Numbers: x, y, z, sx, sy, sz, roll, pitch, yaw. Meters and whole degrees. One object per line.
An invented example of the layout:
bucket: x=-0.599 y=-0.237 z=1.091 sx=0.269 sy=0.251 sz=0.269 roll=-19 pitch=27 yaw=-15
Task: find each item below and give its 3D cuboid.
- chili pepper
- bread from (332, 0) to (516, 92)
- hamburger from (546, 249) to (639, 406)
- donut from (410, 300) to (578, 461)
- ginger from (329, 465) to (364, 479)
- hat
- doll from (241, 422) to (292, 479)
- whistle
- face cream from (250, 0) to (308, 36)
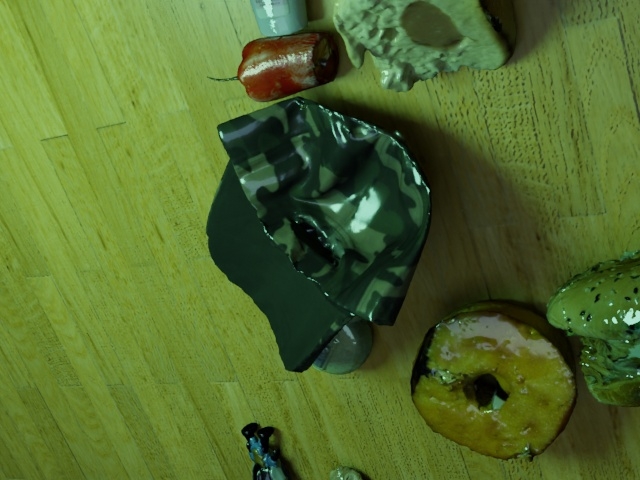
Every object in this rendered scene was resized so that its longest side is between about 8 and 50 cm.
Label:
chili pepper: x=-0.069 y=-0.230 z=1.237 sx=0.192 sy=0.084 sz=0.086 roll=-4 pitch=123 yaw=25
bread: x=0.109 y=-0.268 z=1.044 sx=0.184 sy=0.211 sz=0.224 roll=-8 pitch=110 yaw=23
hamburger: x=0.411 y=0.103 z=1.148 sx=0.288 sy=0.192 sz=0.167 roll=-26 pitch=95 yaw=36
donut: x=0.249 y=0.199 z=1.325 sx=0.254 sy=0.118 sz=0.253 roll=15 pitch=127 yaw=20
ginger: x=0.090 y=0.451 z=1.608 sx=0.174 sy=0.051 sz=0.069 roll=27 pitch=133 yaw=3
hat: x=0.000 y=0.000 z=1.320 sx=0.366 sy=0.257 sz=0.381 roll=57 pitch=165 yaw=18
doll: x=-0.093 y=0.424 z=1.668 sx=0.096 sy=0.070 sz=0.195 roll=3 pitch=114 yaw=43
whistle: x=0.035 y=0.117 z=1.414 sx=0.126 sy=0.067 sz=0.258 roll=32 pitch=126 yaw=10
face cream: x=-0.068 y=-0.363 z=1.173 sx=0.084 sy=0.057 sz=0.198 roll=-1 pitch=119 yaw=28
